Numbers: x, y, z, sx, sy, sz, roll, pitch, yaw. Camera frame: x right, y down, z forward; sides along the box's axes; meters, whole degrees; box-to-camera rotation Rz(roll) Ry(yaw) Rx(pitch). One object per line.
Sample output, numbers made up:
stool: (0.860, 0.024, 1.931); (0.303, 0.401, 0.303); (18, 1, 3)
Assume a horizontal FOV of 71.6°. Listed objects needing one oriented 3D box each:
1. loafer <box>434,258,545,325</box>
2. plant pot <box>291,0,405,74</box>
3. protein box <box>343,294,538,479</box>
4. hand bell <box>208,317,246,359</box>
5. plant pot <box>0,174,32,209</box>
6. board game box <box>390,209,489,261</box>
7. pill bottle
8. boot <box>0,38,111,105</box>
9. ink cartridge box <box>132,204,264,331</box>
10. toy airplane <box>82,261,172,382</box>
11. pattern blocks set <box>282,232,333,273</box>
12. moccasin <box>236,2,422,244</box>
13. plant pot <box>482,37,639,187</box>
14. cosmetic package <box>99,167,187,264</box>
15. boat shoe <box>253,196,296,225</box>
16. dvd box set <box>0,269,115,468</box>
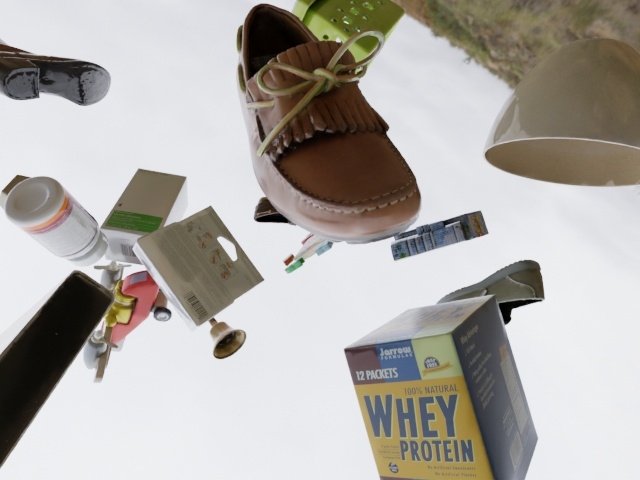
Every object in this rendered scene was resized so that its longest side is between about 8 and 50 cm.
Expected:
loafer: (0.321, 0.129, 0.867); (0.094, 0.251, 0.087); (14, -131, -39)
plant pot: (0.033, -0.487, 1.076); (0.207, 0.227, 0.228); (38, -123, -4)
protein box: (0.158, 0.194, 0.553); (0.199, 0.136, 0.201); (-11, -96, -56)
hand bell: (-0.369, 0.273, 1.504); (0.126, 0.126, 0.242); (-11, -138, -44)
plant pot: (-0.831, -0.119, 1.247); (0.096, 0.109, 0.109); (33, -135, -22)
board game box: (0.258, -0.012, 0.955); (0.194, 0.194, 0.060); (-1, -107, -72)
pill bottle: (-0.574, -0.033, 0.988); (0.121, 0.221, 0.121); (-2, -118, 3)
boot: (-0.617, -0.368, 0.903); (0.280, 0.096, 0.264); (30, -147, 13)
ink cartridge box: (-0.351, 0.074, 1.308); (0.261, 0.066, 0.296); (-33, -94, -41)
toy airplane: (-0.716, 0.250, 1.501); (0.272, 0.386, 0.385); (37, -111, -37)
pattern blocks set: (0.000, 0.000, 1.343); (0.026, 0.285, 0.325); (53, -147, -9)
moccasin: (-0.010, -0.144, 0.453); (0.139, 0.147, 0.380); (-10, -135, -8)
plant pot: (0.439, -0.217, 0.746); (0.284, 0.191, 0.284); (12, 179, 0)
cosmetic package: (-0.619, -0.089, 1.599); (0.196, 0.155, 0.366); (8, -138, -6)
boat shoe: (-0.078, -0.070, 1.195); (0.206, 0.073, 0.073); (2, -130, 13)
dvd box set: (-0.424, 0.232, 0.480); (0.062, 0.420, 0.308); (45, -147, -23)
